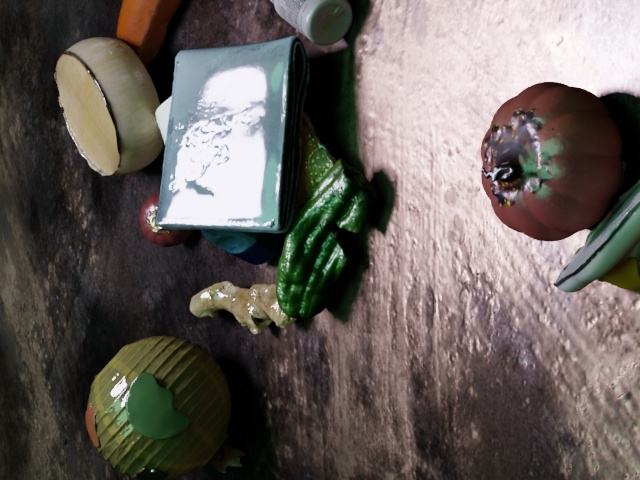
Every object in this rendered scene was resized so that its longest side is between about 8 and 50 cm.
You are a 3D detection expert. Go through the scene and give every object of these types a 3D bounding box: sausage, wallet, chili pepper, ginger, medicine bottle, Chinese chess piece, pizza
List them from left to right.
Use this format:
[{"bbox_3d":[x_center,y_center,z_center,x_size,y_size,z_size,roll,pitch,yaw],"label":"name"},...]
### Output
[{"bbox_3d":[-0.387,-0.245,2.149,0.257,0.104,0.257,38,141,40],"label":"Chinese chess piece"},{"bbox_3d":[-0.290,-0.448,2.074,0.348,0.094,0.097,-55,50,40],"label":"sausage"},{"bbox_3d":[-0.135,-0.156,1.757,0.251,0.054,0.290,3,85,38],"label":"wallet"},{"bbox_3d":[-0.129,-0.094,1.877,0.079,0.124,0.258,-23,62,49],"label":"medicine bottle"},{"bbox_3d":[-0.128,0.109,1.911,0.288,0.075,0.089,-6,92,50],"label":"ginger"},{"bbox_3d":[-0.039,-0.131,1.765,0.204,0.081,0.188,-7,80,35],"label":"pizza"},{"bbox_3d":[-0.020,-0.349,1.724,0.140,0.079,0.079,45,127,43],"label":"medicine bottle"},{"bbox_3d":[0.001,0.001,1.703,0.099,0.083,0.253,26,119,3],"label":"chili pepper"}]

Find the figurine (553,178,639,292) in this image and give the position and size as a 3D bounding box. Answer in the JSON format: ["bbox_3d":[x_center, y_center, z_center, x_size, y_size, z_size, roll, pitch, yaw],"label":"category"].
[{"bbox_3d":[0.362,0.015,1.229,0.141,0.166,0.250,37,158,5],"label":"figurine"}]

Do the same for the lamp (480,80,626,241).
[{"bbox_3d":[0.251,-0.090,1.317,0.182,0.140,0.182,-13,74,55],"label":"lamp"}]

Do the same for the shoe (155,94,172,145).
[{"bbox_3d":[-0.198,-0.213,1.969,0.265,0.095,0.110,-33,66,59],"label":"shoe"}]

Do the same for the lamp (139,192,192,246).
[{"bbox_3d":[-0.271,-0.038,2.076,0.101,0.090,0.101,1,96,13],"label":"lamp"}]

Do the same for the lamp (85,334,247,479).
[{"bbox_3d":[-0.248,0.295,1.960,0.284,0.250,0.250,38,132,-1],"label":"lamp"}]
